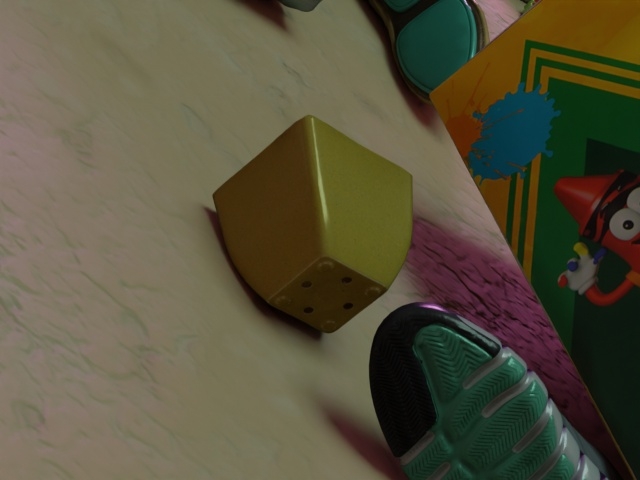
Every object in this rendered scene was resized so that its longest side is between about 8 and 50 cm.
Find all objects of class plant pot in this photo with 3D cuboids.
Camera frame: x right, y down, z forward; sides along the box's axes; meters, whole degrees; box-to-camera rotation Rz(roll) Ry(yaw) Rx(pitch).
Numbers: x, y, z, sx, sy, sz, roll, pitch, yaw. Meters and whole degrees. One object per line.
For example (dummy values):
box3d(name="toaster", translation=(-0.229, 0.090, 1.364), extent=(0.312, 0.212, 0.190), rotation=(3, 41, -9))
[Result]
box3d(name="plant pot", translation=(0.000, 0.000, 1.065), extent=(0.081, 0.081, 0.083), rotation=(28, 37, -34))

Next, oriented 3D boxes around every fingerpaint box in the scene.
box3d(name="fingerpaint box", translation=(0.307, 0.075, 1.258), extent=(0.445, 0.163, 0.371), rotation=(38, 19, -38))

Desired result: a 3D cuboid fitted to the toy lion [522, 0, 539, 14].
box3d(name="toy lion", translation=(0.244, -0.205, 1.965), extent=(0.100, 0.034, 0.096), rotation=(41, 28, -6))

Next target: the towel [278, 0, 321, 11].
box3d(name="towel", translation=(-0.144, -0.345, 1.464), extent=(0.320, 0.090, 0.374), rotation=(27, 25, -29))

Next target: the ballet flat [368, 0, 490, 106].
box3d(name="ballet flat", translation=(0.092, -0.167, 1.557), extent=(0.073, 0.080, 0.232), rotation=(45, 16, -40))

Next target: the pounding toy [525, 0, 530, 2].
box3d(name="pounding toy", translation=(0.225, -0.304, 2.018), extent=(0.141, 0.100, 0.130), rotation=(22, 29, -44))

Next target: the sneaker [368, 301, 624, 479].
box3d(name="sneaker", translation=(0.101, 0.114, 1.042), extent=(0.223, 0.083, 0.098), rotation=(49, 9, -14))
